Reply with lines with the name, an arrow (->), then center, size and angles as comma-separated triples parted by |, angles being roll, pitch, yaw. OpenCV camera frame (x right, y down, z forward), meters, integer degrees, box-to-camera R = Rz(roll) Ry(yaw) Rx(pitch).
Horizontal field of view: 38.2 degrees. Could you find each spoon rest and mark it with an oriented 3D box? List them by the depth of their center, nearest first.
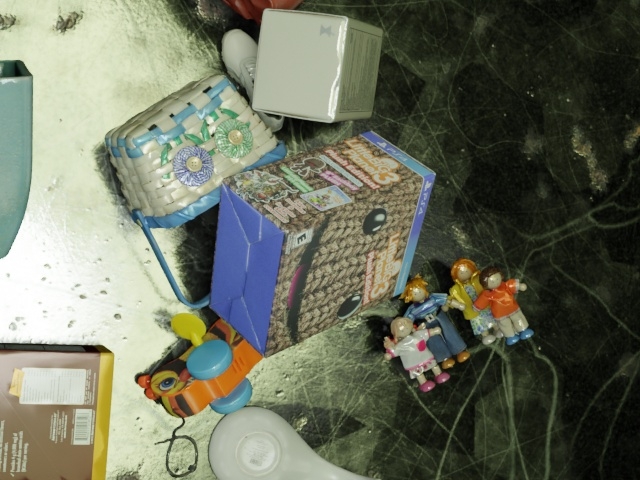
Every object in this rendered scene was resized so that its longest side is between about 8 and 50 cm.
spoon rest -> -0.044, 0.360, 1.474 | 0.276, 0.084, 0.137 | 22, 80, -4

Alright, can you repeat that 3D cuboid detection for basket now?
basket -> -0.167, -0.076, 1.368 | 0.255, 0.201, 0.289 | -40, 118, -22

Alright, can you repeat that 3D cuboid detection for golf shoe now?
golf shoe -> -0.098, -0.258, 1.461 | 0.069, 0.086, 0.176 | -27, 96, -16

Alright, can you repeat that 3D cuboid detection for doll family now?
doll family -> 0.217, 0.124, 1.561 | 0.263, 0.118, 0.163 | -29, 105, 0

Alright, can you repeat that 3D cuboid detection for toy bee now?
toy bee -> -0.192, 0.197, 1.388 | 0.298, 0.162, 0.195 | -28, 116, -49

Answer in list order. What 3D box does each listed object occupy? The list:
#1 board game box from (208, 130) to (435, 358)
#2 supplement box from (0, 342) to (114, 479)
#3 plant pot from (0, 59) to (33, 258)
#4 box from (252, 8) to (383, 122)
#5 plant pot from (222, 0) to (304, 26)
board game box -> 0.000, 0.000, 1.357 | 0.291, 0.141, 0.232 | -23, 137, -37
supplement box -> -0.404, 0.246, 1.312 | 0.194, 0.129, 0.191 | 5, 87, -19
plant pot -> -0.507, -0.102, 1.234 | 0.248, 0.247, 0.252 | -7, 107, -20
box -> 0.001, -0.260, 1.388 | 0.127, 0.232, 0.148 | 11, 101, 15
plant pot -> -0.059, -0.484, 1.401 | 0.272, 0.272, 0.265 | 41, 84, -14
